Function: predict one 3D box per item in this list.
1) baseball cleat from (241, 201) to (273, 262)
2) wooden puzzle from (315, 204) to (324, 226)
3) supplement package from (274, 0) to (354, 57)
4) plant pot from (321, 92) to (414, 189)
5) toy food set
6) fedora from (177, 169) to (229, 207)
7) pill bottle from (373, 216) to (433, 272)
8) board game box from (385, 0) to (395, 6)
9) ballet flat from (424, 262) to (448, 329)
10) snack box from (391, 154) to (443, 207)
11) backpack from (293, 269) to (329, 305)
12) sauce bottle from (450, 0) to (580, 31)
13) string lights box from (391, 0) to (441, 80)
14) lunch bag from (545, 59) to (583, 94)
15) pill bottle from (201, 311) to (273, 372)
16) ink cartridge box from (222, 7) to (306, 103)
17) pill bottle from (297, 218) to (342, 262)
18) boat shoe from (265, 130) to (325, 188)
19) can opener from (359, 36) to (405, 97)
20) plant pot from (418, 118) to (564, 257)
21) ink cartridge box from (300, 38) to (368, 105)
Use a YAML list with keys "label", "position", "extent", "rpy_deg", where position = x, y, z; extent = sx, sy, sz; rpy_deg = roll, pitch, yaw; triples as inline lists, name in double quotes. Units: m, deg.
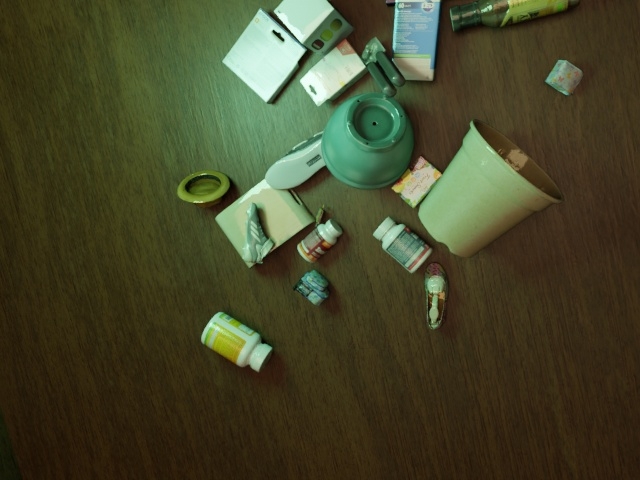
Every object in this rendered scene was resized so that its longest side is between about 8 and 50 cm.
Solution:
- label: "baseball cleat"
  position: [-0.211, -0.025, 1.741]
  extent: [0.109, 0.072, 0.206]
  rpy_deg: [6, 98, -5]
- label: "wooden puzzle"
  position: [-0.003, -0.086, 1.754]
  extent: [0.006, 0.049, 0.083]
  rpy_deg: [15, 104, -15]
- label: "supplement package"
  position: [-0.013, -0.673, 1.556]
  extent: [0.139, 0.244, 0.134]
  rpy_deg: [-42, 85, 20]
- label: "plant pot"
  position: [0.153, -0.320, 1.524]
  extent: [0.292, 0.196, 0.294]
  rpy_deg: [1, 78, -3]
- label: "toy food set"
  position: [-0.201, -0.070, 1.808]
  extent: [0.306, 0.092, 0.220]
  rpy_deg: [-36, 86, 11]
- label: "fedora"
  position: [-0.417, -0.175, 1.836]
  extent: [0.194, 0.194, 0.079]
  rpy_deg: [8, 138, 16]
- label: "pill bottle"
  position: [0.264, 0.010, 1.651]
  extent: [0.180, 0.108, 0.108]
  rpy_deg: [41, 108, 7]
- label: "board game box"
  position: [0.365, -0.833, 1.515]
  extent: [0.346, 0.056, 0.209]
  rpy_deg: [1, 103, 17]
- label: "ballet flat"
  position: [0.377, 0.187, 1.660]
  extent: [0.076, 0.079, 0.222]
  rpy_deg: [1, 99, 18]
- label: "snack box"
  position: [0.314, -0.190, 1.640]
  extent: [0.100, 0.037, 0.141]
  rpy_deg: [42, 108, 6]
- label: "backpack"
  position: [-0.021, 0.165, 1.770]
  extent: [0.114, 0.105, 0.084]
  rpy_deg: [43, 110, 1]
- label: "sauce bottle"
  position: [0.549, -0.676, 1.450]
  extent: [0.343, 0.111, 0.112]
  rpy_deg: [-7, 97, 20]
- label: "string lights box"
  position: [0.289, -0.621, 1.531]
  extent: [0.133, 0.077, 0.260]
  rpy_deg: [8, 112, 16]
- label: "lunch bag"
  position: [0.705, -0.467, 1.462]
  extent: [0.083, 0.053, 0.071]
  rpy_deg: [24, 107, -14]
- label: "pill bottle"
  position: [-0.303, 0.381, 1.878]
  extent: [0.245, 0.136, 0.137]
  rpy_deg: [28, 106, 12]
- label: "ink cartridge box"
  position: [-0.186, -0.623, 1.725]
  extent: [0.223, 0.045, 0.224]
  rpy_deg: [44, 108, 6]
- label: "pill bottle"
  position: [0.000, 0.000, 1.746]
  extent: [0.152, 0.086, 0.086]
  rpy_deg: [-43, 85, 19]
- label: "boat shoe"
  position: [-0.054, -0.281, 1.711]
  extent: [0.301, 0.102, 0.108]
  rpy_deg: [-32, 122, 16]
- label: "can opener"
  position: [0.194, -0.514, 1.518]
  extent: [0.076, 0.095, 0.284]
  rpy_deg: [-47, 40, 27]
- label: "plant pot"
  position: [0.465, -0.124, 1.478]
  extent: [0.334, 0.334, 0.305]
  rpy_deg: [43, 120, 7]
- label: "ink cartridge box"
  position: [0.044, -0.538, 1.654]
  extent: [0.198, 0.067, 0.115]
  rpy_deg: [-36, 87, 18]
